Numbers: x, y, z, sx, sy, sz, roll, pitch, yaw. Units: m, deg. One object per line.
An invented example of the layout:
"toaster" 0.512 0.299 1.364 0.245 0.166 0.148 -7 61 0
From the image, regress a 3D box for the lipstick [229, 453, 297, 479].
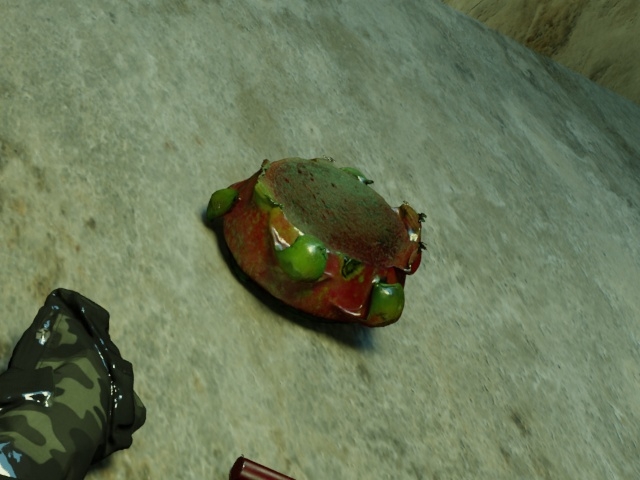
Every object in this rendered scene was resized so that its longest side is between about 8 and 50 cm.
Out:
"lipstick" -0.008 0.255 1.282 0.177 0.027 0.027 28 28 -22

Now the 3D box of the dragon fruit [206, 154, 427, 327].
"dragon fruit" 0.000 0.000 1.575 0.268 0.130 0.295 41 27 6

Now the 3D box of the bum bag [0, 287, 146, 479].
"bum bag" -0.232 0.164 1.078 0.144 0.095 0.340 55 23 -15
